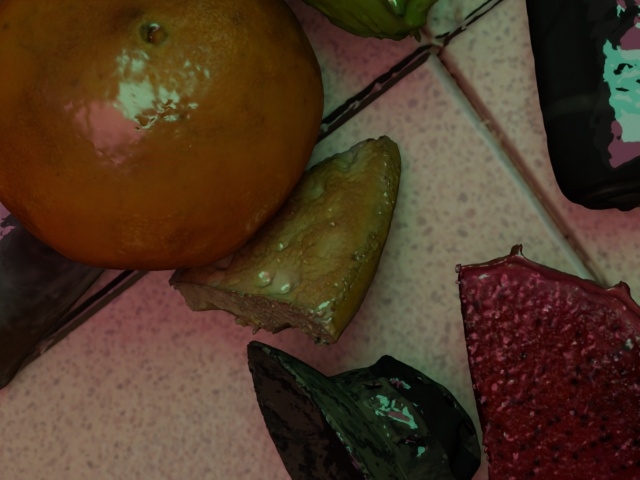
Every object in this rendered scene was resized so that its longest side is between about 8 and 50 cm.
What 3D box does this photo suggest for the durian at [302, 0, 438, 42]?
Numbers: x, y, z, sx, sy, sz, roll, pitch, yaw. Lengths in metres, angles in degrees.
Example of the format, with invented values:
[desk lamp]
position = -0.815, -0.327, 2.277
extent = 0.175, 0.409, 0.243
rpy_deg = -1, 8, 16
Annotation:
[durian]
position = 0.014, -0.325, 1.116
extent = 0.339, 0.204, 0.256
rpy_deg = 34, 86, 24

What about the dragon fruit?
[dragon fruit]
position = 0.202, 0.125, 1.091
extent = 0.161, 0.126, 0.274
rpy_deg = -11, 96, 8

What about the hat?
[hat]
position = 0.053, 0.166, 1.115
extent = 0.128, 0.265, 0.265
rpy_deg = -33, 79, -18

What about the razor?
[razor]
position = 0.260, -0.202, 1.067
extent = 0.204, 0.113, 0.349
rpy_deg = -7, 87, 15

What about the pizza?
[pizza]
position = -0.008, 0.004, 1.169
extent = 0.188, 0.080, 0.204
rpy_deg = 2, 50, 41

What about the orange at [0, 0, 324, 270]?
[orange]
position = -0.141, -0.112, 1.115
extent = 0.284, 0.226, 0.284
rpy_deg = 2, 66, -5

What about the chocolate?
[chocolate]
position = -0.285, 0.021, 1.230
extent = 0.157, 0.080, 0.254
rpy_deg = 38, 102, -12
